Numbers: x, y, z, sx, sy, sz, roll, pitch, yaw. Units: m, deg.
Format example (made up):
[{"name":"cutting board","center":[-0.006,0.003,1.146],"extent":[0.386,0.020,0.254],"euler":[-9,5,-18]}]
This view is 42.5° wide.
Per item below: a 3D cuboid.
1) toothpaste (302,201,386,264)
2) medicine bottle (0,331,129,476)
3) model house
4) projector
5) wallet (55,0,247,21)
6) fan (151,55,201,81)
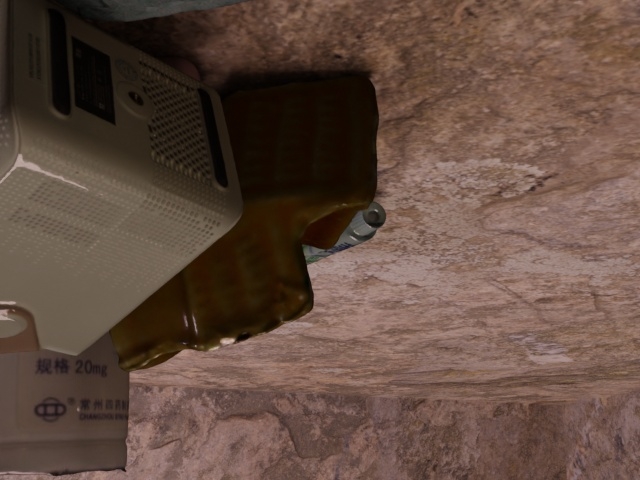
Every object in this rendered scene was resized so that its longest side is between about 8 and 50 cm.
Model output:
[{"name":"toothpaste","center":[0.000,0.000,1.070],"extent":[0.075,0.048,0.297],"euler":[9,165,-23]},{"name":"medicine bottle","center":[-0.276,0.053,0.784],"extent":[0.190,0.331,0.190],"euler":[-2,166,0]},{"name":"model house","center":[-0.045,-0.018,0.709],"extent":[0.239,0.267,0.173],"euler":[-17,145,33]},{"name":"projector","center":[-0.200,-0.030,0.587],"extent":[0.177,0.163,0.243],"euler":[23,132,-41]},{"name":"wallet","center":[-0.042,-0.198,0.391],"extent":[0.342,0.075,0.237],"euler":[-4,159,18]},{"name":"fan","center":[-0.218,-0.118,0.666],"extent":[0.245,0.074,0.130],"euler":[-3,152,-5]}]
